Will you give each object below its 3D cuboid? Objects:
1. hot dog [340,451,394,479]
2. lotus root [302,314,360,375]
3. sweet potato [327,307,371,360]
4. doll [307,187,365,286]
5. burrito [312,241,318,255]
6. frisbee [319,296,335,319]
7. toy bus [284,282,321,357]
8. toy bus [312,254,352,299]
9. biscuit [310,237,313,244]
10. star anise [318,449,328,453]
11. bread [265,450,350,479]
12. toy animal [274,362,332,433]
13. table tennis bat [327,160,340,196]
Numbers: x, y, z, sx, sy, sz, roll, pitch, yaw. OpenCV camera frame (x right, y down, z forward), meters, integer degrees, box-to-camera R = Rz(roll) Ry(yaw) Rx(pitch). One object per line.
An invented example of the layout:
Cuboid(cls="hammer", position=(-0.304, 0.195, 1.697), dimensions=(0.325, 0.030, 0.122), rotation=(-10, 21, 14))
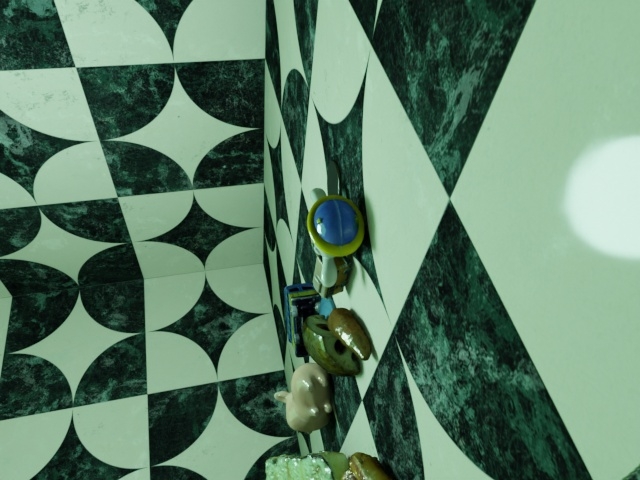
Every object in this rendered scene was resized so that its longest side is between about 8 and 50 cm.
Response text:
Cuboid(cls="hot dog", position=(0.168, 0.731, 1.416), dimensions=(0.158, 0.117, 0.349), rotation=(-69, 22, 1))
Cuboid(cls="lotus root", position=(0.014, 0.375, 1.780), dimensions=(0.314, 0.141, 0.210), rotation=(168, 96, -70))
Cuboid(cls="sweet potato", position=(0.084, 0.285, 1.598), dimensions=(0.292, 0.097, 0.098), rotation=(-132, 37, -69))
Cuboid(cls="doll", position=(0.042, -0.057, 1.497), dimensions=(0.243, 0.159, 0.311), rotation=(76, -179, -61))
Cuboid(cls="burrito", position=(0.023, 0.026, 1.701), dimensions=(0.288, 0.104, 0.054), rotation=(99, 170, -50))
Cuboid(cls="frisbee", position=(0.026, 0.353, 2.005), dimensions=(0.289, 0.049, 0.290), rotation=(173, 90, -78))
Cuboid(cls="toy bus", position=(-0.071, 0.350, 2.242), dimensions=(0.175, 0.138, 0.288), rotation=(-132, 37, -68))
Cuboid(cls="toy bus", position=(0.033, 0.110, 1.663), dimensions=(0.091, 0.103, 0.182), rotation=(56, 156, 27))
Cuboid(cls="biscuit", position=(0.000, 0.000, 1.874), dimensions=(0.168, 0.070, 0.082), rotation=(166, 101, -80))
Cuboid(cls="star anise", position=(0.047, 1.024, 2.211), dimensions=(0.214, 0.098, 0.220), rotation=(76, 175, -63))
Cuboid(cls="bread", position=(-0.003, 0.941, 1.973), dimensions=(0.395, 0.263, 0.240), rotation=(-27, 61, 37))
Cuboid(cls="toy animal", position=(-0.053, 0.685, 2.218), dimensions=(0.269, 0.236, 0.327), rotation=(-165, 72, -67))
Cuboid(cls="table tennis bat", position=(0.042, -0.145, 1.711), dimensions=(0.138, 0.022, 0.247), rotation=(-120, 27, -61))
